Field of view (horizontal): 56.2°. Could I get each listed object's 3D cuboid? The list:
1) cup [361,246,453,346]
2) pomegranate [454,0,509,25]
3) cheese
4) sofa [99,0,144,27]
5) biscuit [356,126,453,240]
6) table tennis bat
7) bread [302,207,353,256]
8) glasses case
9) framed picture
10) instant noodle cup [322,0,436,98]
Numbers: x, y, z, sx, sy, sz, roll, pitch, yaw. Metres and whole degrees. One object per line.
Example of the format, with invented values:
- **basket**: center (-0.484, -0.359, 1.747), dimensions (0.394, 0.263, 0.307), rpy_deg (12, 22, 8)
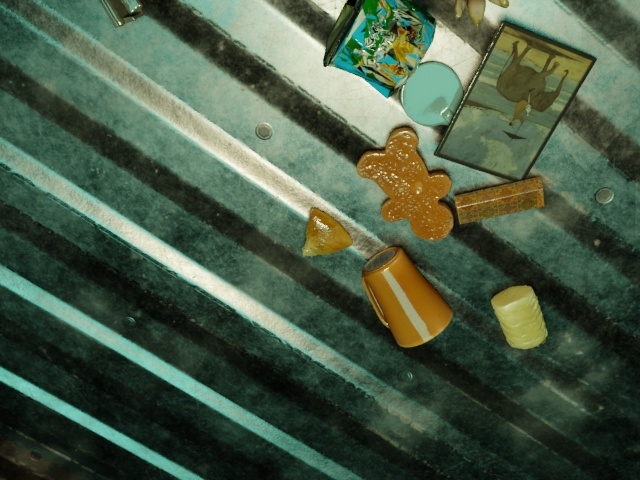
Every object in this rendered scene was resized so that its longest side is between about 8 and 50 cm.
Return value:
- **cup**: center (0.222, 0.160, 1.680), dimensions (0.226, 0.182, 0.264), rpy_deg (-17, 112, 50)
- **pomegranate**: center (0.256, -0.589, 1.155), dimensions (0.290, 0.323, 0.291), rpy_deg (9, 143, 7)
- **cheese**: center (0.565, 0.218, 1.694), dimensions (0.123, 0.094, 0.167), rpy_deg (-19, 115, 18)
- **sofa**: center (-0.474, -0.577, 1.385), dimensions (0.060, 0.085, 0.147), rpy_deg (-18, 115, 19)
- **biscuit**: center (0.238, -0.130, 1.568), dimensions (0.205, 0.049, 0.324), rpy_deg (-33, 110, 23)
- **table tennis bat**: center (0.297, -0.325, 1.463), dimensions (0.149, 0.038, 0.237), rpy_deg (-41, 106, 16)
- **bread**: center (0.024, -0.006, 1.661), dimensions (0.136, 0.054, 0.154), rpy_deg (12, 122, -3)
- **glasses case**: center (0.460, -0.104, 1.550), dimensions (0.218, 0.049, 0.075), rpy_deg (-12, 141, 13)
- **framed picture**: center (0.458, -0.314, 1.429), dimensions (0.265, 0.016, 0.347), rpy_deg (15, 120, -17)
- **instant noodle cup**: center (0.132, -0.448, 1.317), dimensions (0.178, 0.240, 0.240), rpy_deg (24, 119, -15)
